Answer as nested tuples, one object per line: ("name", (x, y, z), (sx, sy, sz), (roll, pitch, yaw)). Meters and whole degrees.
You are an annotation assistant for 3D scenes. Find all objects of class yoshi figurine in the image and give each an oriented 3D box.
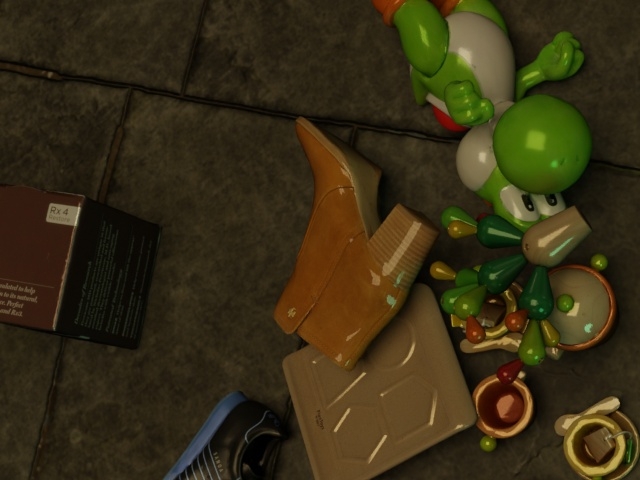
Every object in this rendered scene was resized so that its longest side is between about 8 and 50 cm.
("yoshi figurine", (0.205, -0.179, 1.727), (0.203, 0.203, 0.362), (-26, 74, 9))

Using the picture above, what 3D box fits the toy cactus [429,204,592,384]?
("toy cactus", (0.213, 0.034, 1.629), (0.180, 0.112, 0.219), (-36, 44, 14))

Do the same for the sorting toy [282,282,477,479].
("sorting toy", (0.068, 0.175, 1.772), (0.208, 0.038, 0.193), (-29, 58, 19))

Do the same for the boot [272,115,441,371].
("boot", (0.001, 0.001, 1.802), (0.211, 0.104, 0.295), (-54, 46, 13))

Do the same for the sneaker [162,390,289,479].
("sneaker", (-0.128, 0.297, 1.827), (0.090, 0.081, 0.232), (32, 92, 31))

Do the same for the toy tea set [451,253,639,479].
("toy tea set", (0.244, 0.176, 1.675), (0.200, 0.124, 0.336), (-11, 76, 20))

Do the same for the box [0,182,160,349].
("box", (-0.329, 0.033, 1.893), (0.168, 0.203, 0.167), (9, 84, 24))
